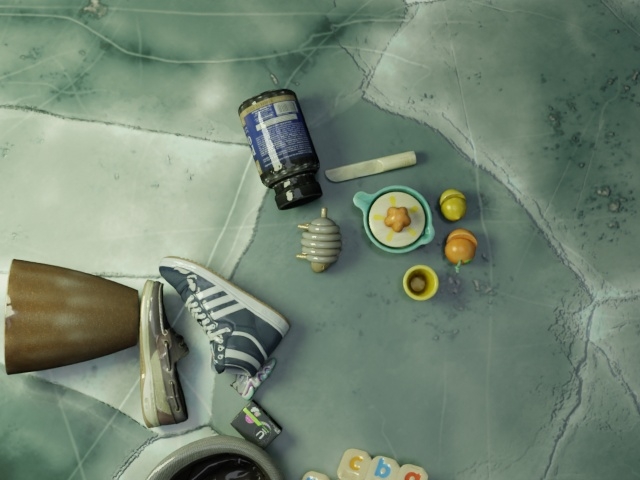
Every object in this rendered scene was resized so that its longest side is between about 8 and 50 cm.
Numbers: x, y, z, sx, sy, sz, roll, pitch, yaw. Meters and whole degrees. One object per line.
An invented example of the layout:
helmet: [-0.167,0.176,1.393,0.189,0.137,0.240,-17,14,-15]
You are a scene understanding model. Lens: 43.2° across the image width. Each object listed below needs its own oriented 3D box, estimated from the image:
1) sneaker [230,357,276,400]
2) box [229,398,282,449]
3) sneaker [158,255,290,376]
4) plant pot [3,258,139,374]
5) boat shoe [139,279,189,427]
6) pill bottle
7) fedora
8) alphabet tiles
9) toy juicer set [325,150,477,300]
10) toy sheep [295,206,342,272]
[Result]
sneaker: [-0.138,0.256,1.584,0.069,0.038,0.098,38,84,3]
box: [-0.124,0.359,1.565,0.083,0.052,0.062,44,84,3]
sneaker: [-0.213,0.152,1.549,0.282,0.099,0.153,30,68,0]
plant pot: [-0.463,0.145,1.527,0.231,0.215,0.215,2,83,-15]
boat shoe: [-0.299,0.216,1.560,0.093,0.103,0.285,-2,87,-6]
pill bottle: [-0.073,-0.177,1.592,0.123,0.123,0.219,-18,83,-3]
fedora: [-0.201,0.489,1.512,0.276,0.124,0.243,-28,87,-12]
alphabet tiles: [0.080,0.523,1.481,0.284,0.021,0.278,11,50,19]
toy juicer set: [0.182,-0.062,1.598,0.209,0.089,0.329,-33,84,-4]
toy sheep: [0.000,0.000,1.592,0.091,0.091,0.132,2,102,0]
